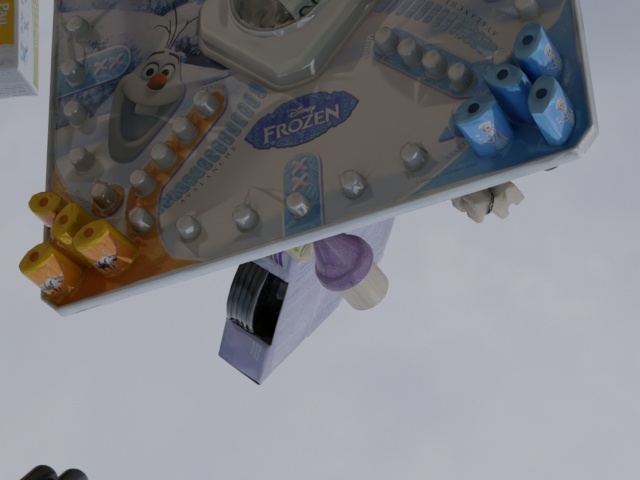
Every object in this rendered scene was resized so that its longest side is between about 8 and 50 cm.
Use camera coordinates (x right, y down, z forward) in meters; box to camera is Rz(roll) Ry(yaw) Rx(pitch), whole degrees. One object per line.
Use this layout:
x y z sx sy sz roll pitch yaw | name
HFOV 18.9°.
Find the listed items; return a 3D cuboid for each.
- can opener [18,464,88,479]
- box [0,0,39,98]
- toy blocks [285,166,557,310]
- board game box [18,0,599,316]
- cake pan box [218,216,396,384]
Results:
-0.312 0.317 1.829 0.076 0.095 0.283 2 -157 26 | can opener
-0.416 -0.288 2.407 0.114 0.103 0.203 -4 -106 5 | box
0.002 -0.139 1.689 0.288 0.260 0.309 -45 -138 -4 | toy blocks
-0.026 -0.173 1.295 0.390 0.050 0.390 -17 -125 21 | board game box
0.000 0.000 2.079 0.070 0.246 0.267 31 -130 16 | cake pan box
